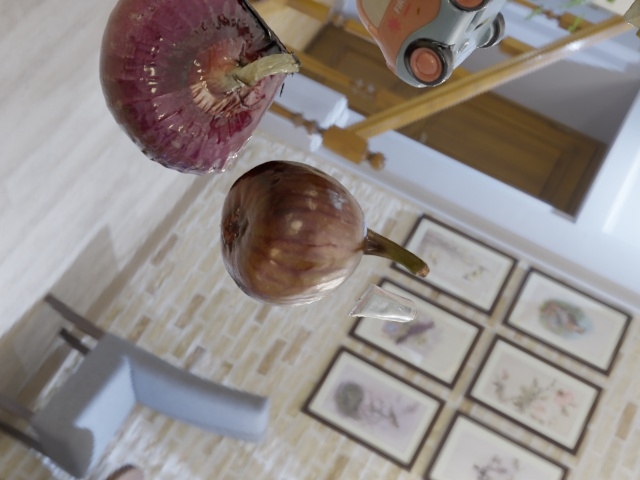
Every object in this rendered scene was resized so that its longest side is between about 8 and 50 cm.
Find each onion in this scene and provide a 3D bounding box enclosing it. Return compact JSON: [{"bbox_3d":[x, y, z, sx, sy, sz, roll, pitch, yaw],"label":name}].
[{"bbox_3d":[-0.173,-0.219,1.158,0.230,0.256,0.272,-41,175,2],"label":"onion"}]

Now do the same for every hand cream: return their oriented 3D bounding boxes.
[{"bbox_3d":[0.115,0.115,1.552,0.067,0.043,0.210,-53,150,10],"label":"hand cream"}]

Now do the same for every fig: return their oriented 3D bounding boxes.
[{"bbox_3d":[-0.006,-0.004,1.001,0.207,0.175,0.175,1,126,-29],"label":"fig"}]

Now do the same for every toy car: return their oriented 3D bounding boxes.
[{"bbox_3d":[0.154,-0.355,1.190,0.180,0.212,0.270,-40,165,-41],"label":"toy car"}]

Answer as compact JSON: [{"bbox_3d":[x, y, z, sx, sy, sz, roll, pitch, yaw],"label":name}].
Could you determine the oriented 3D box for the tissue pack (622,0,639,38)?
[{"bbox_3d":[0.257,-0.119,0.451,0.106,0.149,0.099,-62,-152,27],"label":"tissue pack"}]
